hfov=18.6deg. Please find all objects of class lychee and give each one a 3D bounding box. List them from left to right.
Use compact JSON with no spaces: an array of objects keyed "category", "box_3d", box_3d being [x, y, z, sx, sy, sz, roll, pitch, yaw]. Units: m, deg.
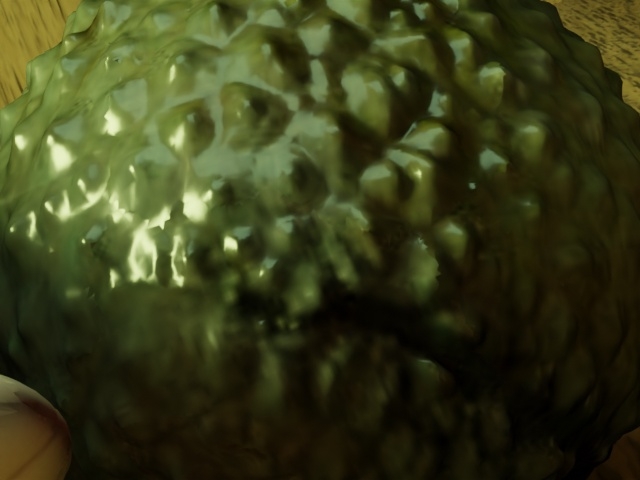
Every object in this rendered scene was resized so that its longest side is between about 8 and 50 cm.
[{"category":"lychee","box_3d":[0.000,0.000,0.700,0.255,0.274,0.255,0,-14,0]}]

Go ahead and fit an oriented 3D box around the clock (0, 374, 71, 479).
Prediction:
[{"category":"clock","box_3d":[-0.258,0.086,0.568,0.368,0.250,0.377,-42,25,-22]}]
